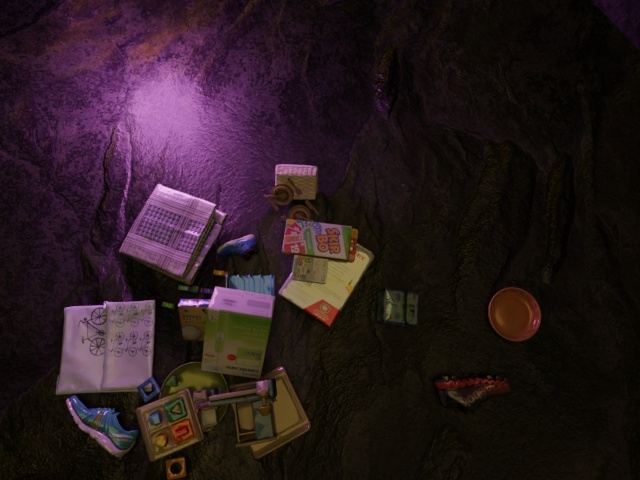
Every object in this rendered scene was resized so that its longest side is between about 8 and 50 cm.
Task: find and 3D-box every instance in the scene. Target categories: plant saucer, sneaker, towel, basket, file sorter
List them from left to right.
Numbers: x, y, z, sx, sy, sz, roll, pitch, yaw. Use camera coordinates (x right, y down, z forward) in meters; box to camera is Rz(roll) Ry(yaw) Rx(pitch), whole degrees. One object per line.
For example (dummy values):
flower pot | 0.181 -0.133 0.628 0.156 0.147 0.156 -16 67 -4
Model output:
sneaker | -0.748 0.620 1.443 0.275 0.107 0.110 38 60 1
towel | -0.546 -0.031 1.571 0.324 0.056 0.312 22 73 8
plant saucer | -0.441 0.552 1.486 0.240 0.037 0.241 1 77 -2
sneaker | -0.307 0.042 1.588 0.152 0.058 0.085 -20 71 -13
file sorter | -0.256 0.182 1.538 0.170 0.104 0.118 0 79 -3
basket | -0.093 -0.220 1.608 0.167 0.103 0.113 2 117 -1
sneaker | 0.546 0.544 1.498 0.275 0.098 0.135 -2 78 -1
plant saucer | 0.728 0.279 1.593 0.199 0.037 0.200 0 79 -2

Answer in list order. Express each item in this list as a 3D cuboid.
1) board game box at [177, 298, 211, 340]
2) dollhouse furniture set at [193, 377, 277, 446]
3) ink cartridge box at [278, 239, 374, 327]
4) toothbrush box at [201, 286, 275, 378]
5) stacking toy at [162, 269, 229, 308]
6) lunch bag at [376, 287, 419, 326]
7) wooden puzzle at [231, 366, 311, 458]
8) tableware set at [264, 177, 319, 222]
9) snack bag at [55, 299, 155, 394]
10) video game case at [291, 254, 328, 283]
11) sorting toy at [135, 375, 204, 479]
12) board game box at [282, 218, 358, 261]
board game box | -0.369 0.284 1.492 0.243 0.042 0.165 2 122 -2
dollhouse furniture set | -0.270 0.555 1.314 0.286 0.303 0.198 -9 74 -6
ink cartridge box | 0.024 0.133 1.545 0.226 0.131 0.306 33 78 7
toothbrush box | -0.277 0.313 1.415 0.206 0.122 0.283 11 122 -6
stacking toy | -0.463 0.182 1.558 0.221 0.052 0.167 9 76 4
lunch bag | 0.292 0.249 1.557 0.151 0.096 0.129 10 75 -15
wooden puzzle | -0.179 0.602 1.487 0.220 0.044 0.239 -26 76 -7
tableware set | -0.110 -0.126 1.576 0.128 0.039 0.194 -34 113 16
snack bag | -0.767 0.379 1.510 0.342 0.037 0.323 -1 78 -2
video game case | -0.037 0.100 1.474 0.121 0.011 0.087 7 86 2
sorting toy | -0.513 0.626 1.423 0.195 0.047 0.348 -21 80 -7
board game box | 0.000 0.000 1.496 0.259 0.039 0.124 7 76 1
